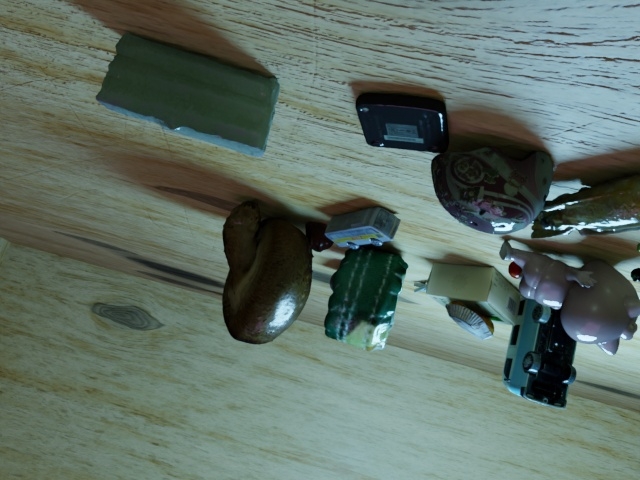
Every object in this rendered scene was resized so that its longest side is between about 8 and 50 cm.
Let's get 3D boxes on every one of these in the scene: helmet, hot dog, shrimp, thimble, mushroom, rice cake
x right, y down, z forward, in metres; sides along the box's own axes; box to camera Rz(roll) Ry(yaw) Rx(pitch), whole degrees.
[{"bbox_3d":[0.252,-0.064,0.871,0.177,0.107,0.153,5,167,3],"label":"helmet"},{"bbox_3d":[0.370,0.195,1.432,0.108,0.059,0.191,24,174,31],"label":"hot dog"},{"bbox_3d":[0.455,-0.040,0.852,0.168,0.077,0.317,24,160,-36],"label":"shrimp"},{"bbox_3d":[0.119,0.144,1.496,0.167,0.254,0.288,16,-169,9],"label":"thimble"},{"bbox_3d":[-0.135,0.095,1.427,0.239,0.345,0.345,13,164,5],"label":"mushroom"},{"bbox_3d":[0.000,0.000,1.460,0.089,0.057,0.111,8,163,16],"label":"helmet"},{"bbox_3d":[-0.178,-0.200,0.810,0.237,0.127,0.043,15,163,-3],"label":"rice cake"}]

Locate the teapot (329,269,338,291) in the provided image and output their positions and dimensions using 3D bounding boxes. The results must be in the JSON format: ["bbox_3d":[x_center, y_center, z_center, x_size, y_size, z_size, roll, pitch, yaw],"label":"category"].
[{"bbox_3d":[0.104,0.126,1.762,0.146,0.148,0.116,12,133,57],"label":"teapot"}]

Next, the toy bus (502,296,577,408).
[{"bbox_3d":[0.560,0.278,1.495,0.133,0.271,0.165,19,168,-11],"label":"toy bus"}]

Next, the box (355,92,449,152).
[{"bbox_3d":[0.117,-0.164,0.828,0.126,0.027,0.125,10,163,19],"label":"box"}]

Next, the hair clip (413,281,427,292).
[{"bbox_3d":[0.314,0.133,1.680,0.039,0.030,0.115,1,173,-23],"label":"hair clip"}]

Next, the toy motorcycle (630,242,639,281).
[{"bbox_3d":[0.651,0.063,0.857,0.342,0.142,0.206,2,170,-3],"label":"toy motorcycle"}]

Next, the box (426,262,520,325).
[{"bbox_3d":[0.394,0.138,1.497,0.168,0.095,0.212,6,161,40],"label":"box"}]

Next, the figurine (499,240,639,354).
[{"bbox_3d":[0.506,0.089,1.177,0.287,0.186,0.176,29,134,34],"label":"figurine"}]

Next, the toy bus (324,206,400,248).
[{"bbox_3d":[0.089,-0.028,1.276,0.075,0.064,0.190,36,157,-23],"label":"toy bus"}]
